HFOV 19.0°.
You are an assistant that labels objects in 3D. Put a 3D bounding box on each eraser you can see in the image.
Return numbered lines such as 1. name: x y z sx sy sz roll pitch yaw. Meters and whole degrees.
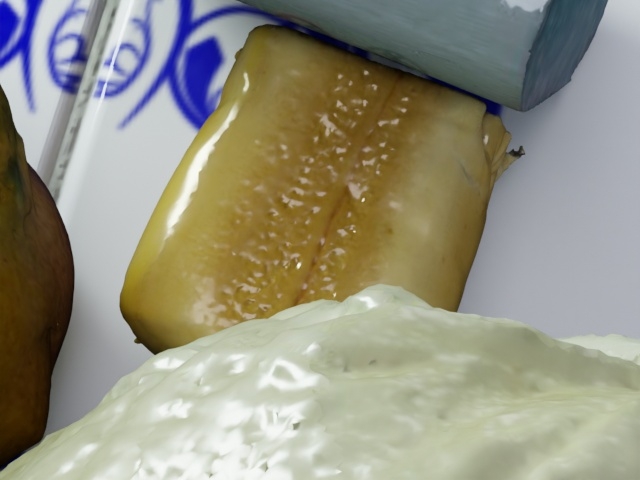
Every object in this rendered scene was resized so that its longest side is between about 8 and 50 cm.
1. eraser: 0.007 -0.137 0.834 0.227 0.174 0.081 21 111 12

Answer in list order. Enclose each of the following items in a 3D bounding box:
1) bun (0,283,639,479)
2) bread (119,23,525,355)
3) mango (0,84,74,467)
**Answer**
1. bun: 0.029 0.133 0.627 0.349 0.352 0.227 11 80 -32
2. bread: -0.001 0.000 0.809 0.134 0.085 0.173 23 68 9
3. mango: -0.206 0.034 0.741 0.201 0.153 0.287 38 53 5
